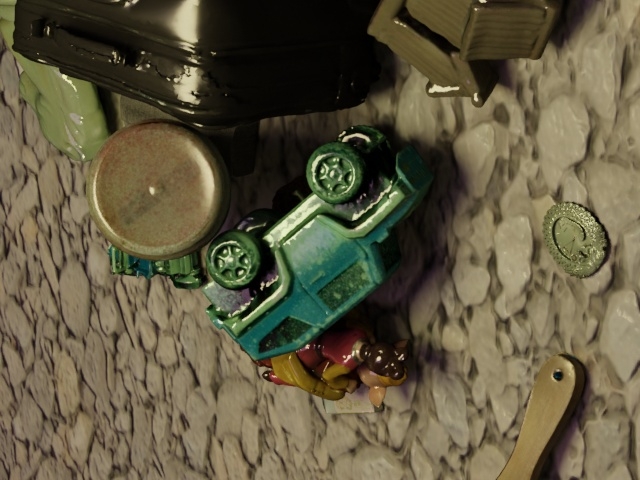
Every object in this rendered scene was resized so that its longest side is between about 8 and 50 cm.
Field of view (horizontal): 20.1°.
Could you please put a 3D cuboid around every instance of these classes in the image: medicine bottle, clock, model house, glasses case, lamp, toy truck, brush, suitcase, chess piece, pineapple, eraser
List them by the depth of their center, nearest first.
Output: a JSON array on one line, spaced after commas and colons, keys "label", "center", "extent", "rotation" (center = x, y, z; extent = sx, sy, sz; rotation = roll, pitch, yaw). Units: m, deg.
[{"label": "model house", "center": [0.150, -0.243, 1.840], "extent": [0.188, 0.122, 0.229], "rotation": [43, 144, 11]}, {"label": "clock", "center": [0.262, -0.002, 1.875], "extent": [0.083, 0.010, 0.074], "rotation": [51, 133, 22]}, {"label": "suitcase", "center": [-0.138, -0.245, 1.964], "extent": [0.345, 0.339, 0.188], "rotation": [23, 113, 39]}, {"label": "brush", "center": [0.223, 0.269, 1.973], "extent": [0.070, 0.065, 0.327], "rotation": [36, 116, 39]}, {"label": "toy truck", "center": [0.000, 0.000, 1.975], "extent": [0.279, 0.155, 0.156], "rotation": [-39, 91, 17]}, {"label": "medicine bottle", "center": [-0.175, -0.053, 2.008], "extent": [0.322, 0.151, 0.151], "rotation": [-175, 69, -87]}, {"label": "pineapple", "center": [0.010, -0.001, 2.086], "extent": [0.159, 0.074, 0.074], "rotation": [54, 133, 15]}, {"label": "lamp", "center": [0.023, 0.128, 2.087], "extent": [0.253, 0.118, 0.118], "rotation": [10, 110, 39]}, {"label": "eraser", "center": [0.036, 0.186, 2.151], "extent": [0.083, 0.019, 0.038], "rotation": [-7, 99, 46]}, {"label": "glasses case", "center": [-0.164, -0.143, 2.229], "extent": [0.205, 0.047, 0.070], "rotation": [25, 120, 37]}, {"label": "toy truck", "center": [-0.219, 0.019, 2.312], "extent": [0.154, 0.078, 0.080], "rotation": [11, 111, 42]}, {"label": "chess piece", "center": [-0.346, -0.246, 2.326], "extent": [0.176, 0.176, 0.298], "rotation": [17, 127, 41]}]
